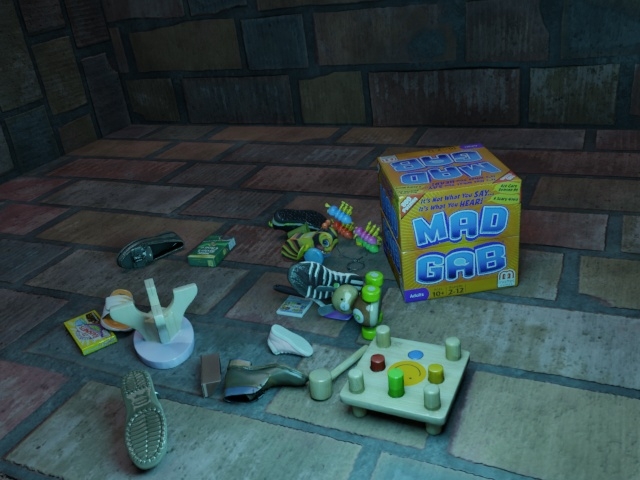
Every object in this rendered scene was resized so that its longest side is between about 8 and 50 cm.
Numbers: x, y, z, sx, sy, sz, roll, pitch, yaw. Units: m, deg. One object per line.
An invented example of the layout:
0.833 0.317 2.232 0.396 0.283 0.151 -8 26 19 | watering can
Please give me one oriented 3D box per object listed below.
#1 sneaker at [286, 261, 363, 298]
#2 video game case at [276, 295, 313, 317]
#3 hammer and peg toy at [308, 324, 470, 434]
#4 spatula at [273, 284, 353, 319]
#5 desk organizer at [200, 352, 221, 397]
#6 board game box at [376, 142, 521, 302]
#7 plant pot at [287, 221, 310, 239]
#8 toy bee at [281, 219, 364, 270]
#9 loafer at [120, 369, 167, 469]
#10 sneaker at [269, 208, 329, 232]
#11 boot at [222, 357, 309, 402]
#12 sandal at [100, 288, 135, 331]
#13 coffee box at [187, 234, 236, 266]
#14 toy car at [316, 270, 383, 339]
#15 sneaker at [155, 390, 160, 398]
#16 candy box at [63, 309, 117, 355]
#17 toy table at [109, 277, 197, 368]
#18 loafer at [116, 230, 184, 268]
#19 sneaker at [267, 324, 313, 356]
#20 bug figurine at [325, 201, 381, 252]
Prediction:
-0.017 0.125 1.896 0.281 0.107 0.162 18 -5 -36 | sneaker
-0.073 0.199 1.917 0.087 0.011 0.122 5 29 23 | video game case
0.161 0.314 1.492 0.360 0.128 0.266 7 30 26 | hammer and peg toy
-0.023 0.184 1.890 0.296 0.031 0.084 19 35 26 | spatula
-0.289 0.355 1.623 0.050 0.047 0.130 -9 26 -8 | desk organizer
0.394 -0.066 1.940 0.355 0.357 0.357 -8 26 -2 | board game box
-0.080 -0.017 2.292 0.079 0.083 0.083 -16 25 9 | plant pot
0.000 0.000 2.133 0.297 0.162 0.195 -4 25 7 | toy bee
-0.415 0.432 1.460 0.101 0.092 0.269 -15 43 -11 | loafer
-0.083 -0.065 2.370 0.234 0.097 0.084 11 49 -16 | sneaker
-0.142 0.370 1.551 0.219 0.082 0.106 4 50 14 | boot
-0.646 0.202 1.964 0.101 0.076 0.265 7 22 -19 | sandal
-0.406 0.037 2.298 0.113 0.041 0.184 3 28 20 | coffee box
0.080 0.178 1.740 0.188 0.155 0.149 4 28 11 | toy car
-0.453 0.395 1.602 0.083 0.031 0.035 3 28 20 | sneaker
-0.717 0.284 1.901 0.105 0.027 0.205 -25 31 -29 | candy box
-0.470 0.233 1.791 0.252 0.161 0.274 -22 29 -27 | toy table
-0.638 0.036 2.311 0.084 0.096 0.267 23 37 36 | loafer
-0.088 0.295 1.698 0.134 0.070 0.051 31 26 8 | sneaker
0.113 -0.038 2.130 0.216 0.279 0.072 32 80 13 | bug figurine
